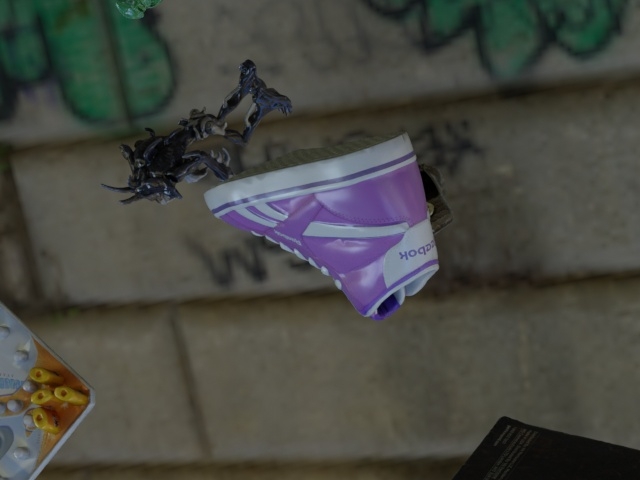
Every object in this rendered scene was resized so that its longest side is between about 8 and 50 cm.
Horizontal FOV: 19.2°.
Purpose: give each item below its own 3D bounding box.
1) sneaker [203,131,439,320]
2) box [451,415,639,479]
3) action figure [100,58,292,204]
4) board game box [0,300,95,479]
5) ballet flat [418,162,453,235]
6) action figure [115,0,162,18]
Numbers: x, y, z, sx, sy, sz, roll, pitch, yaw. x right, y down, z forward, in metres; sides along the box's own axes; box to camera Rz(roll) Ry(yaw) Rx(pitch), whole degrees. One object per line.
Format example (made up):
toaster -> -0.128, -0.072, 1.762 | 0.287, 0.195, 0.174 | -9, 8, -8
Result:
sneaker -> -0.001, 0.000, 1.685 | 0.102, 0.161, 0.282 | -26, -169, -30
box -> 0.291, 0.378, 1.997 | 0.294, 0.296, 0.183 | 10, -153, 23
action figure -> -0.165, -0.118, 2.614 | 0.276, 0.141, 0.164 | -40, -138, -11
board game box -> -0.527, 0.219, 2.320 | 0.390, 0.390, 0.050 | 39, 180, 25
ballet flat -> 0.131, -0.053, 2.488 | 0.084, 0.058, 0.250 | -23, -165, 13
action figure -> -0.167, -0.334, 2.090 | 0.063, 0.137, 0.232 | 25, -121, -1
